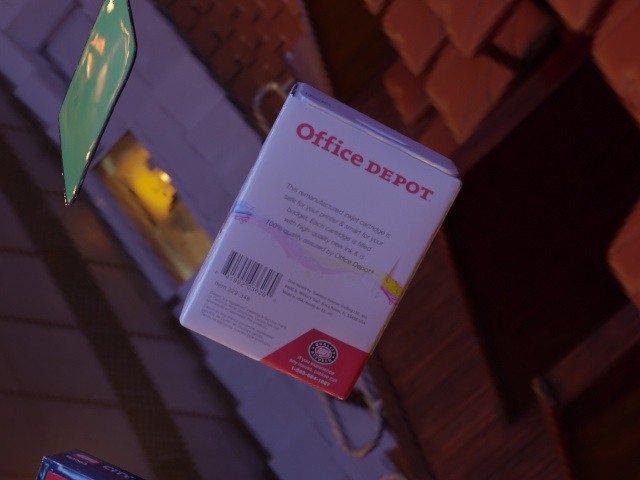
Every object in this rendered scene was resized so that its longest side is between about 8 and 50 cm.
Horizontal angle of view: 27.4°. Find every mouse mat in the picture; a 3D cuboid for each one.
[{"bbox_3d":[-0.209,-0.143,1.216,0.007,0.190,0.153,13,-142,-26],"label":"mouse mat"}]

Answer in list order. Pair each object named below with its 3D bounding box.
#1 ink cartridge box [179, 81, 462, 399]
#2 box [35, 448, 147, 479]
[{"bbox_3d":[0.000,0.000,1.557,0.226,0.306,0.131,27,-168,-6],"label":"ink cartridge box"},{"bbox_3d":[-0.076,0.237,0.743,0.233,0.159,0.044,20,-176,16],"label":"box"}]
